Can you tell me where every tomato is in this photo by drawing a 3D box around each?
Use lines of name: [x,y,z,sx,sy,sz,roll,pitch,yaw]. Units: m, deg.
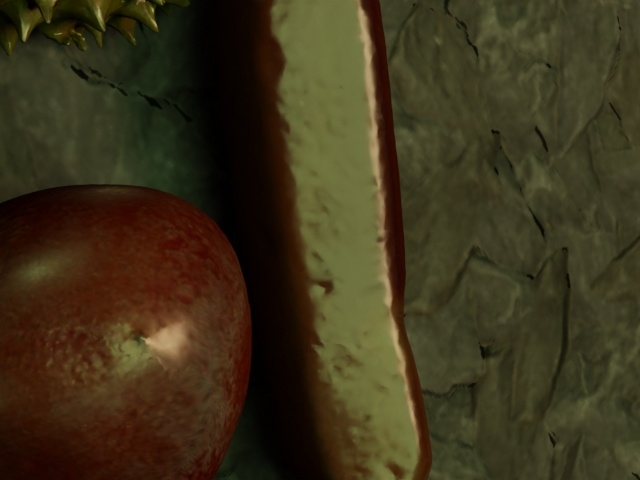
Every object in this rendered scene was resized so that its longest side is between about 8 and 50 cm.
tomato: [-0.099,0.052,0.664,0.167,0.167,0.167,1,88,-35]

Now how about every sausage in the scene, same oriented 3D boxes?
sausage: [0.000,0.000,0.770,0.083,0.089,0.300,-9,94,-21]

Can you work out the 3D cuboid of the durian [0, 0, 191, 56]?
durian: [-0.140,-0.174,0.670,0.260,0.154,0.186,14,105,-26]
